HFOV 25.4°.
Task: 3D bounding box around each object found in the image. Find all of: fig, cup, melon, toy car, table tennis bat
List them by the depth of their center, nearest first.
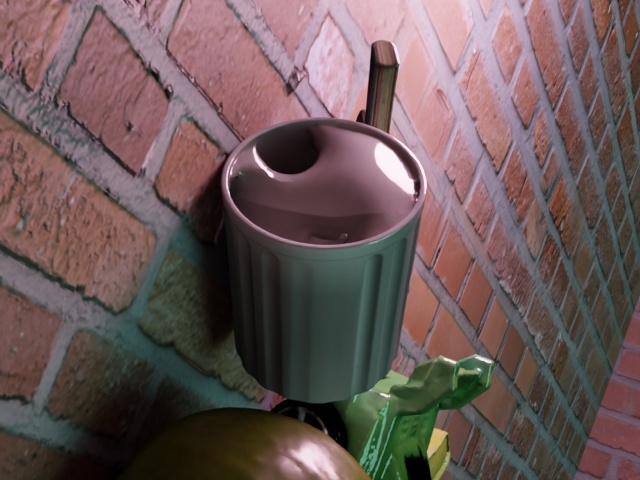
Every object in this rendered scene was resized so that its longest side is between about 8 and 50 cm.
[{"bbox_3d":[-0.039,0.298,1.124,0.316,0.316,0.316,-51,151,-43],"label":"fig"},{"bbox_3d":[0.012,0.007,1.230,0.221,0.167,0.202,-50,153,-42],"label":"cup"},{"bbox_3d":[0.047,-0.064,1.328,0.301,0.022,0.173,94,-11,-48],"label":"table tennis bat"},{"bbox_3d":[0.033,0.267,1.477,0.213,0.176,0.359,14,95,-68],"label":"toy car"},{"bbox_3d":[0.117,0.265,1.850,0.118,0.064,0.209,-58,153,-30],"label":"melon"}]
